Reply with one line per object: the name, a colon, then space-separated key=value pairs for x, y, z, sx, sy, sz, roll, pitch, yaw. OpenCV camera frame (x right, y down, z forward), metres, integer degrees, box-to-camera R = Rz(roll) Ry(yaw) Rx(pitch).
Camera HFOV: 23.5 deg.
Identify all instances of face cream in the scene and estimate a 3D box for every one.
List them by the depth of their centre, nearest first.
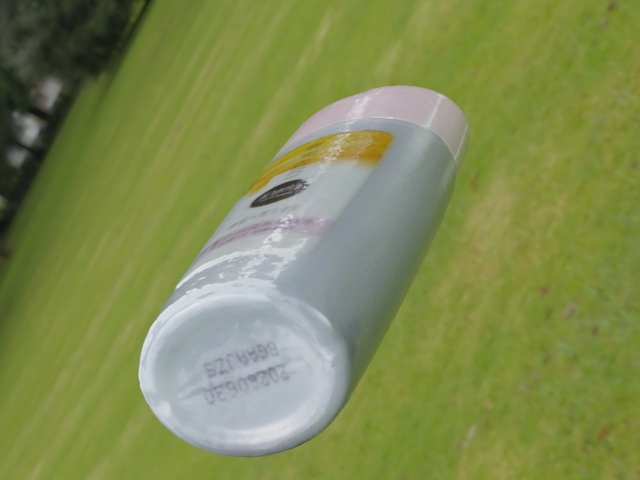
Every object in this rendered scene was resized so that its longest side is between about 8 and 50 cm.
face cream: x=0.000 y=0.000 z=0.531 sx=0.084 sy=0.057 sz=0.198 roll=-18 pitch=18 yaw=20
